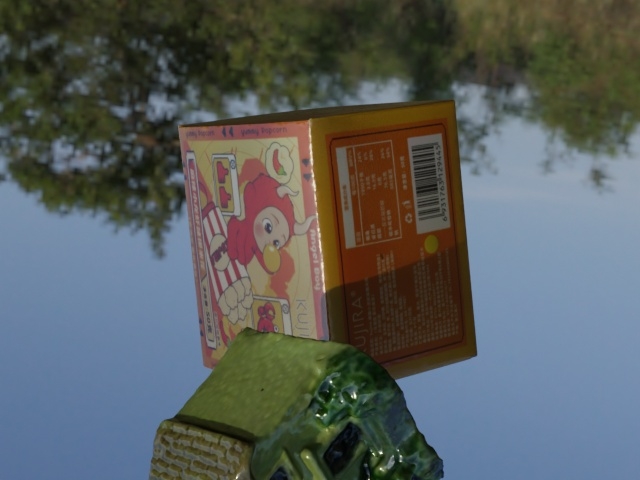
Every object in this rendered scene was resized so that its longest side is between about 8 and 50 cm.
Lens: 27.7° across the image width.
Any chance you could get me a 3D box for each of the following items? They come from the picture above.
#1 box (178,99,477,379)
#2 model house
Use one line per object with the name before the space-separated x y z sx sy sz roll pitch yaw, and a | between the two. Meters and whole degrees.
box | 0.000 0.000 1.411 0.213 0.284 0.259 -10 -172 -37
model house | -0.027 0.217 1.126 0.195 0.214 0.189 10 -136 47
